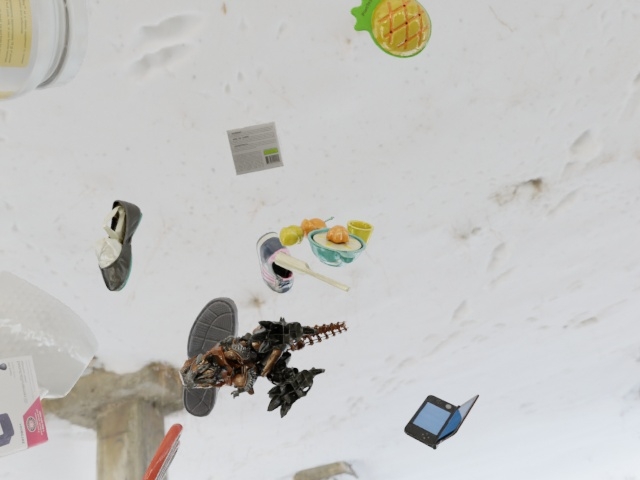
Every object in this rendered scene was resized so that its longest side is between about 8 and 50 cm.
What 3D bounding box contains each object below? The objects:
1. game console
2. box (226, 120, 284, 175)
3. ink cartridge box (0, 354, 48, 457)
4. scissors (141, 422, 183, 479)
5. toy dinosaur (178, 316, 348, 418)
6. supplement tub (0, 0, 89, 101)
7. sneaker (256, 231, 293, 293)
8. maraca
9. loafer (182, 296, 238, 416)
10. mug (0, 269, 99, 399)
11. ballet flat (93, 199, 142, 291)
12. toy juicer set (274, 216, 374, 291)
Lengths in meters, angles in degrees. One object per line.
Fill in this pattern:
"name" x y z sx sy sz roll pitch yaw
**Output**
"game console" 0.279 0.399 1.214 0.144 0.124 0.085 -33 133 -45
"box" -0.148 -0.220 1.253 0.114 0.103 0.203 -11 -169 0
"ink cartridge box" -0.606 0.301 0.901 0.100 0.171 0.237 -20 169 10
"scissors" -0.254 0.378 0.667 0.021 0.297 0.109 27 149 0
"toy dinosaur" -0.101 0.205 1.005 0.322 0.164 0.218 -38 -168 -20
"supplement tub" -0.493 -0.291 0.645 0.241 0.241 0.331 -40 172 33
"sneaker" -0.139 0.114 1.812 0.112 0.131 0.319 -31 144 -12
"maraca" 0.155 -0.474 1.140 0.186 0.099 0.127 24 96 -14
"loafer" -0.261 0.269 1.264 0.109 0.095 0.302 16 100 5
"mug" -0.817 0.311 1.424 0.328 0.374 0.276 35 123 -16
"ballet flat" -0.552 0.004 1.404 0.095 0.280 0.096 -23 138 21
"toy juicer set" 0.000 0.000 1.195 0.209 0.329 0.089 14 111 9
